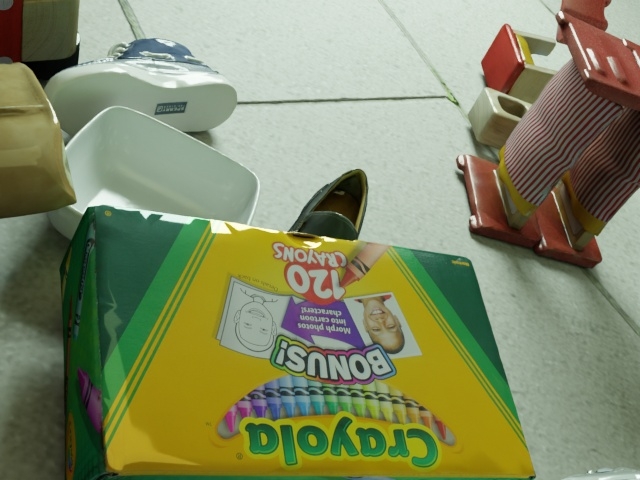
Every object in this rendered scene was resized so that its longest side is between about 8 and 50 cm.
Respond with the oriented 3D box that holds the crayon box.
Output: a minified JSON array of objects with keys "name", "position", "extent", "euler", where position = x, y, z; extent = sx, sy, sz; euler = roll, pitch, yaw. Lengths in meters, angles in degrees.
[{"name":"crayon box","position":[-0.016,0.083,0.575],"extent":[0.279,0.081,0.165],"euler":[8,53,-28]}]

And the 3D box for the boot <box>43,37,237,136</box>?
[{"name":"boot","position":[-0.165,-0.133,0.779],"extent":[0.086,0.069,0.190],"euler":[43,29,29]}]

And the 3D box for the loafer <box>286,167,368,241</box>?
[{"name":"loafer","position":[0.000,0.000,0.728],"extent":[0.062,0.061,0.170],"euler":[26,37,-8]}]

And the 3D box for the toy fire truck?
[{"name":"toy fire truck","position":[-0.330,-0.240,0.731],"extent":[0.246,0.158,0.217],"euler":[-11,52,-28]}]

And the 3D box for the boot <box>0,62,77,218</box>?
[{"name":"boot","position":[-0.265,-0.014,0.498],"extent":[0.270,0.089,0.236],"euler":[-12,51,-31]}]

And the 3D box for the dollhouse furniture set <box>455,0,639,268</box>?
[{"name":"dollhouse furniture set","position":[0.245,-0.172,0.988],"extent":[0.152,0.201,0.374],"euler":[17,38,-17]}]

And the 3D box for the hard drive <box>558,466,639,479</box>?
[{"name":"hard drive","position":[0.148,0.191,0.472],"extent":[0.339,0.237,0.064],"euler":[-6,90,-38]}]

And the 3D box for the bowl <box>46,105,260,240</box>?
[{"name":"bowl","position":[-0.124,-0.025,0.678],"extent":[0.142,0.053,0.142],"euler":[26,35,-5]}]
